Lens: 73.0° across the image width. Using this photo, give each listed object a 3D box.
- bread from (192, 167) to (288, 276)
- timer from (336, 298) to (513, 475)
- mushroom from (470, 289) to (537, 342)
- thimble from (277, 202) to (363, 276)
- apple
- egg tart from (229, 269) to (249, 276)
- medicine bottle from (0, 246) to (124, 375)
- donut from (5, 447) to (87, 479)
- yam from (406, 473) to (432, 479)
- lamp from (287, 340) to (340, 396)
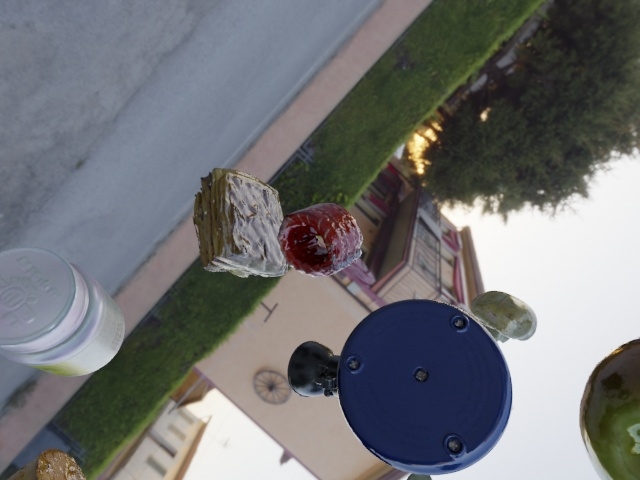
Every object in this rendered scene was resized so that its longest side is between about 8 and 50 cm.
[{"bbox_3d":[-0.229,-0.037,1.214,0.167,0.278,0.324,-11,168,23],"label":"bread"},{"bbox_3d":[0.187,0.306,0.818,0.270,0.270,0.384,-48,151,-19],"label":"timer"},{"bbox_3d":[0.413,0.174,0.980,0.148,0.148,0.112,-79,-173,-86],"label":"mushroom"},{"bbox_3d":[-0.005,-0.004,1.048,0.189,0.163,0.125,10,-157,38],"label":"thimble"},{"bbox_3d":[0.663,0.349,0.814,0.304,0.339,0.338,-10,158,-35],"label":"apple"},{"bbox_3d":[-0.364,0.055,1.740,0.106,0.241,0.241,-51,-178,-7],"label":"egg tart"},{"bbox_3d":[-0.562,0.165,0.924,0.213,0.213,0.379,-48,174,-26],"label":"medicine bottle"},{"bbox_3d":[-0.497,0.529,0.791,0.108,0.278,0.277,-26,174,-20],"label":"donut"},{"bbox_3d":[0.243,0.744,1.072,0.083,0.083,0.372,-54,145,-74],"label":"yam"},{"bbox_3d":[0.038,0.335,1.066,0.227,0.172,0.147,-4,-103,48],"label":"lamp"}]
